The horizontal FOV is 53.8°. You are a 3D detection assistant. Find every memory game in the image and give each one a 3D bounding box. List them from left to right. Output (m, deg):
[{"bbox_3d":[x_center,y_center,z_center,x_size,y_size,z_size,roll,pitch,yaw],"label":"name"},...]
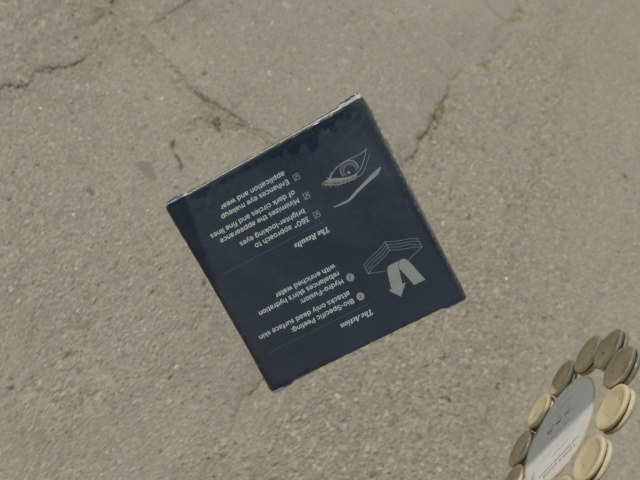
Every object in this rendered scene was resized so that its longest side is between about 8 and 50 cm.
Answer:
[{"bbox_3d":[0.193,0.151,0.498,0.012,0.186,0.186,30,42,7],"label":"memory game"}]

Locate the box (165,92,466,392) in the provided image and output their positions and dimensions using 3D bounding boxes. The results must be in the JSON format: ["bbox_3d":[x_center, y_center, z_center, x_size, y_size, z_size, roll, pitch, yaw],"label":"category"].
[{"bbox_3d":[0.000,0.000,0.471,0.158,0.155,0.093,62,10,-6],"label":"box"}]
